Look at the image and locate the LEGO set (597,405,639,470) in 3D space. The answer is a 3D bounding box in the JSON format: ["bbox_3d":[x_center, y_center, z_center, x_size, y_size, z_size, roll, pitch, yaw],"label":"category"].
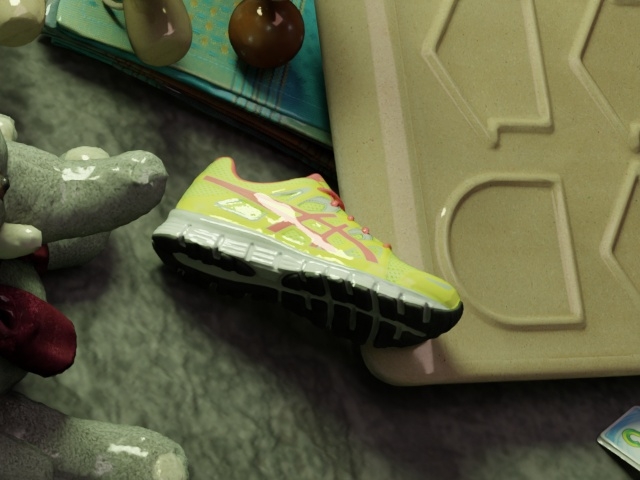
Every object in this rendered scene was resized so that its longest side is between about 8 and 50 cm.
[{"bbox_3d":[0.346,0.153,1.327,0.244,0.060,0.182,36,47,27],"label":"LEGO set"}]

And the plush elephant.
[{"bbox_3d":[-0.204,-0.001,1.048,0.330,0.255,0.272,7,57,-25],"label":"plush elephant"}]

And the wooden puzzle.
[{"bbox_3d":[0.166,-0.054,1.372,0.348,0.080,0.322,-1,75,-24],"label":"wooden puzzle"}]

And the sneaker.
[{"bbox_3d":[0.000,0.000,1.237,0.208,0.081,0.094,20,62,7],"label":"sneaker"}]

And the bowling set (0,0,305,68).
[{"bbox_3d":[-0.096,-0.209,1.282,0.287,0.200,0.154,-24,59,7],"label":"bowling set"}]

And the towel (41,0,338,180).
[{"bbox_3d":[-0.041,-0.229,1.435,0.271,0.040,0.370,24,50,-12],"label":"towel"}]
